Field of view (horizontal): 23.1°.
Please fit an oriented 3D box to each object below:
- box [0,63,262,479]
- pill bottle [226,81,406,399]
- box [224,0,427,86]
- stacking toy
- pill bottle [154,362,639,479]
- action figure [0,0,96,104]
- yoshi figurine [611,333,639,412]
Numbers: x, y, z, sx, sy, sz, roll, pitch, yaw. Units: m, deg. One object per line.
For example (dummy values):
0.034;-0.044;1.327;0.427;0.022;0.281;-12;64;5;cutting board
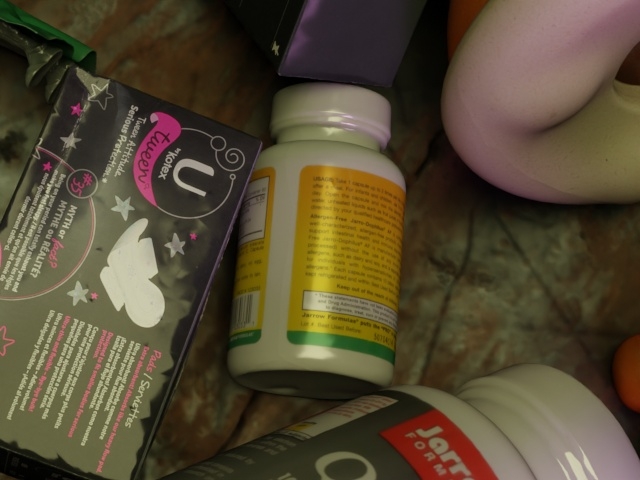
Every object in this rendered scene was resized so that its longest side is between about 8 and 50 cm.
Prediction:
-0.152;0.039;1.046;0.142;0.163;0.247;23;73;-6;box
0.000;0.000;1.104;0.117;0.117;0.208;6;74;-7;pill bottle
0.018;-0.265;1.072;0.103;0.261;0.184;4;34;-30;box
0.193;-0.299;1.153;0.350;0.351;0.480;-13;62;-12;stacking toy
0.018;0.211;0.969;0.363;0.210;0.210;-19;78;-31;pill bottle
-0.278;-0.185;1.125;0.232;0.137;0.063;36;85;11;action figure
0.262;0.106;0.987;0.203;0.362;0.203;39;73;2;yoshi figurine
